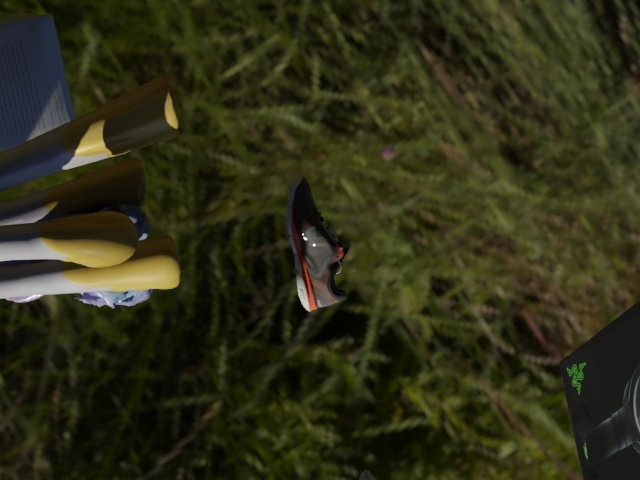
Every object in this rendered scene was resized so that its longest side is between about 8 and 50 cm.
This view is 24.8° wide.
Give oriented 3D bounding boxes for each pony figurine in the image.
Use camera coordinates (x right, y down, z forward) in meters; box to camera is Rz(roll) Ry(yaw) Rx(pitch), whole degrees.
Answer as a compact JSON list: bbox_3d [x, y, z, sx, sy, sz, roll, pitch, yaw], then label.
[{"bbox_3d":[-0.288,0.008,1.002,0.363,0.303,0.351,-12,170,-15],"label":"pony figurine"}]

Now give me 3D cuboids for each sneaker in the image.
[{"bbox_3d":[0.000,0.000,1.664,0.065,0.158,0.061,-8,-170,8],"label":"sneaker"}]

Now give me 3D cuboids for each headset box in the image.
[{"bbox_3d":[0.393,0.196,1.569,0.131,0.246,0.283,4,152,-22],"label":"headset box"}]

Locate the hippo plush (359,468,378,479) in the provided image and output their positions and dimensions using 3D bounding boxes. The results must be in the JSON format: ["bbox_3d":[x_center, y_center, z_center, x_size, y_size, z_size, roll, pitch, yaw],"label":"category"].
[{"bbox_3d":[0.161,0.358,1.265,0.236,0.234,0.294,-26,-142,45],"label":"hippo plush"}]

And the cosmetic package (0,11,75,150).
[{"bbox_3d":[-0.420,-0.189,1.784,0.184,0.151,0.151,-16,-165,-25],"label":"cosmetic package"}]
